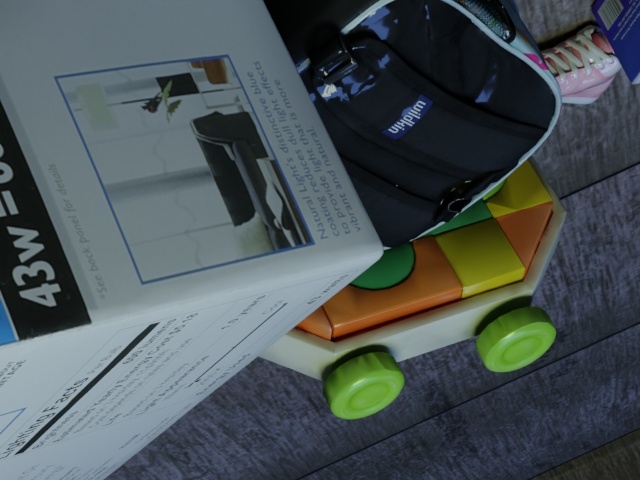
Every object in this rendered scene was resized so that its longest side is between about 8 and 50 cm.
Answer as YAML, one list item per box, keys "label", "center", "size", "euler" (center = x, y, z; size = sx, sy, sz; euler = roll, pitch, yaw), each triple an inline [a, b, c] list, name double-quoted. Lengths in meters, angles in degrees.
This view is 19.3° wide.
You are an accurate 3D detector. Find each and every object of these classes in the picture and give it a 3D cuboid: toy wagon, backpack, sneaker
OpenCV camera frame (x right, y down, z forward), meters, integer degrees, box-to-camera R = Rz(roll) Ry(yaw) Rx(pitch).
- label: "toy wagon"
  center: [0.000, 0.000, 1.351]
  size: [0.344, 0.267, 0.068]
  euler: [-16, 146, -18]
- label: "backpack"
  center: [0.024, -0.107, 1.231]
  size: [0.225, 0.191, 0.253]
  euler: [-39, 141, 23]
- label: "sneaker"
  center: [0.193, -0.142, 1.514]
  size: [0.134, 0.051, 0.070]
  euler: [-8, 151, -40]

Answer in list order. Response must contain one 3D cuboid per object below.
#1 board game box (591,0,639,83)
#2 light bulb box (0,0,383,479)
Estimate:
- label: "board game box"
  center: [0.380, -0.262, 1.395]
  size: [0.233, 0.078, 0.347]
  euler: [-13, 154, -25]
- label: "light bulb box"
  center: [-0.229, 0.023, 1.033]
  size: [0.361, 0.225, 0.358]
  euler: [-13, 161, -42]
